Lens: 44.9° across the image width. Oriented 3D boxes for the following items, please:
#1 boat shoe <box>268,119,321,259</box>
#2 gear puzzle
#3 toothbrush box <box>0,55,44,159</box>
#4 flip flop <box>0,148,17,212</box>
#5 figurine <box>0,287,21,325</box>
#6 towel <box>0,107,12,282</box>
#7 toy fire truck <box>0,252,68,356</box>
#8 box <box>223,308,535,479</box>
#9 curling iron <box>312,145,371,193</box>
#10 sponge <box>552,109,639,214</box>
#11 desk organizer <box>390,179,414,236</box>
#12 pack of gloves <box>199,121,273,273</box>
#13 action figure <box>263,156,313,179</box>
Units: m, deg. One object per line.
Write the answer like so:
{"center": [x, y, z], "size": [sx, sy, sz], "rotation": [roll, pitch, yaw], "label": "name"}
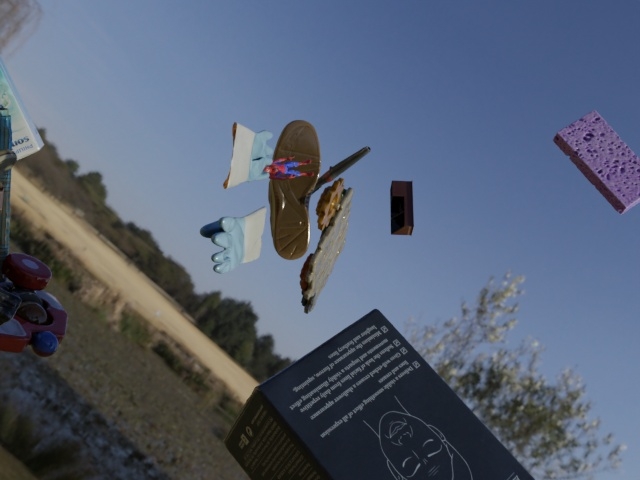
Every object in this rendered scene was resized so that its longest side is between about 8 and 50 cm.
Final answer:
{"center": [-0.079, -0.128, 1.916], "size": [0.122, 0.341, 0.110], "rotation": [5, 8, -18], "label": "boat shoe"}
{"center": [0.000, 0.000, 1.320], "size": [0.044, 0.175, 0.339], "rotation": [24, -23, 8], "label": "gear puzzle"}
{"center": [-0.771, -0.329, 1.814], "size": [0.295, 0.126, 0.216], "rotation": [68, -12, -17], "label": "toothbrush box"}
{"center": [-0.616, -0.051, 1.372], "size": [0.080, 0.277, 0.112], "rotation": [32, -42, -14], "label": "flip flop"}
{"center": [-0.619, 0.123, 1.232], "size": [0.092, 0.215, 0.209], "rotation": [-17, -46, 35], "label": "figurine"}
{"center": [-0.762, -0.090, 1.547], "size": [0.271, 0.370, 0.040], "rotation": [1, 13, -23], "label": "towel"}
{"center": [-0.632, 0.141, 1.518], "size": [0.302, 0.169, 0.254], "rotation": [23, 15, -48], "label": "toy fire truck"}
{"center": [0.092, 0.364, 1.267], "size": [0.395, 0.293, 0.212], "rotation": [48, -41, 18], "label": "box"}
{"center": [0.033, -0.186, 2.105], "size": [0.035, 0.068, 0.274], "rotation": [49, -50, -9], "label": "curling iron"}
{"center": [0.585, -0.162, 1.584], "size": [0.210, 0.117, 0.031], "rotation": [53, -23, 18], "label": "sponge"}
{"center": [0.194, -0.078, 1.847], "size": [0.050, 0.130, 0.047], "rotation": [2, -28, 0], "label": "desk organizer"}
{"center": [-0.117, -0.061, 1.064], "size": [0.046, 0.195, 0.232], "rotation": [9, 7, 8], "label": "pack of gloves"}
{"center": [-0.059, -0.125, 1.347], "size": [0.030, 0.115, 0.038], "rotation": [-5, -87, 45], "label": "action figure"}
